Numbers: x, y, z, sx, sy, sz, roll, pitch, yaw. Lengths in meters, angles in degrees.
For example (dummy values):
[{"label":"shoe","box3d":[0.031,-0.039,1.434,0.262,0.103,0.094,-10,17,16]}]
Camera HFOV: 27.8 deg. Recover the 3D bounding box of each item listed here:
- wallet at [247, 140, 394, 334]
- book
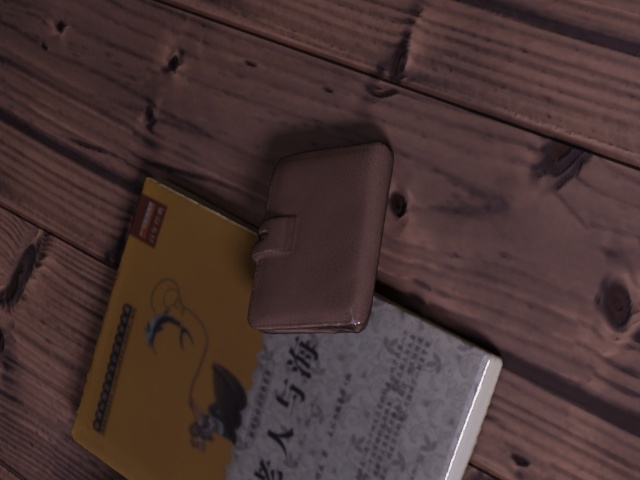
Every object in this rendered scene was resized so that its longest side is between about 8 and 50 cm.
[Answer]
[{"label":"wallet","box3d":[0.000,0.000,1.008,0.118,0.038,0.153,-2,70,34]},{"label":"book","box3d":[-0.049,0.135,1.078,0.388,0.032,0.269,26,104,35]}]
